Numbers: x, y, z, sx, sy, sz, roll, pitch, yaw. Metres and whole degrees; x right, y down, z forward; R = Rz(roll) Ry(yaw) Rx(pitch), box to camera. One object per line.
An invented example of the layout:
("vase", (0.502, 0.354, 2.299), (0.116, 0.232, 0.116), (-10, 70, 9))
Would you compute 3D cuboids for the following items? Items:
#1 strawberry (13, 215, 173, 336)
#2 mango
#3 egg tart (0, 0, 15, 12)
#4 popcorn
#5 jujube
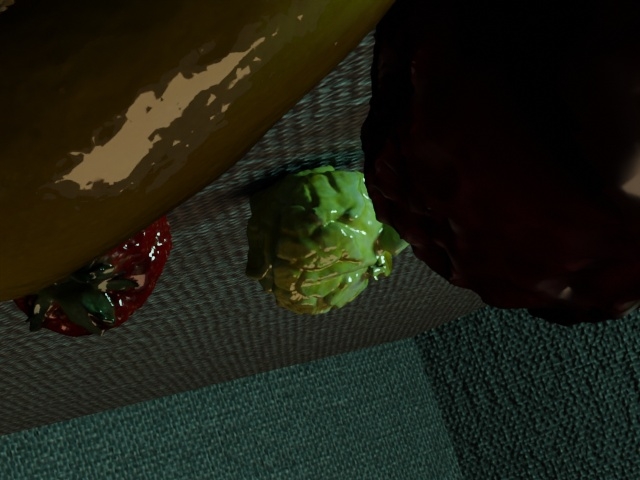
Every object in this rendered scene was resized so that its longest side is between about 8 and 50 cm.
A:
("strawberry", (-0.170, -0.005, 1.184), (0.131, 0.148, 0.131), (5, 137, 4))
("mango", (-0.092, -0.080, 0.718), (0.331, 0.142, 0.195), (-33, -171, 32))
("egg tart", (-0.173, -0.114, 0.590), (0.191, 0.074, 0.191), (-21, 172, -3))
("popcorn", (0.000, 0.000, 1.457), (0.162, 0.141, 0.135), (19, -178, 13))
("jujube", (0.149, -0.084, 0.882), (0.258, 0.258, 0.377), (-18, 173, -7))
